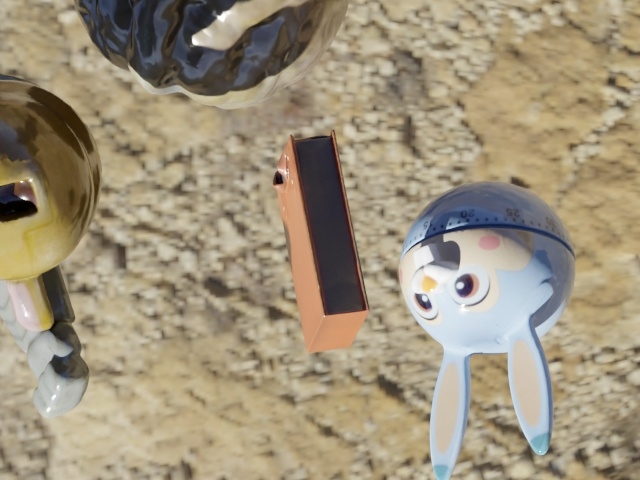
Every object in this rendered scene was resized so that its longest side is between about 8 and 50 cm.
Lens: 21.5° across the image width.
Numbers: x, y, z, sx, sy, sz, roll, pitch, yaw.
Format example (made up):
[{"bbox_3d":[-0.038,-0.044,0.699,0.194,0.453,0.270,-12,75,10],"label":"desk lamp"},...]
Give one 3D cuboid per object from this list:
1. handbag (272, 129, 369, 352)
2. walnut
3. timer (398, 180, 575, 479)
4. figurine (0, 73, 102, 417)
[{"bbox_3d":[0.000,0.000,1.628,0.127,0.063,0.190,110,151,-68],"label":"handbag"},{"bbox_3d":[-0.093,-0.239,1.431,0.248,0.248,0.248,1,92,34],"label":"walnut"},{"bbox_3d":[0.134,0.059,1.480,0.175,0.255,0.175,13,138,12],"label":"timer"},{"bbox_3d":[-0.250,-0.047,1.246,0.342,0.167,0.285,54,165,-23],"label":"figurine"}]
